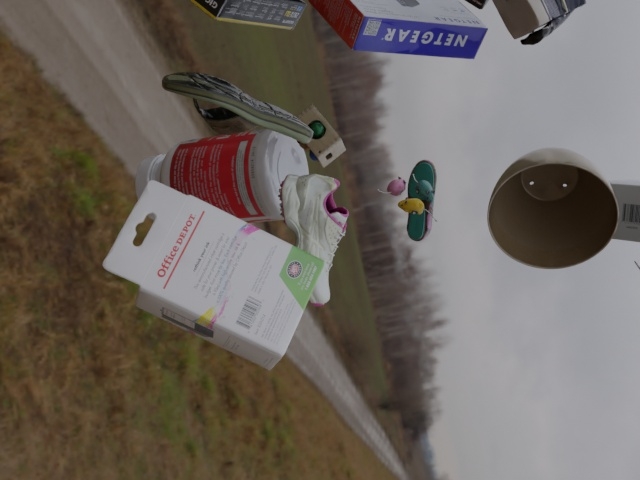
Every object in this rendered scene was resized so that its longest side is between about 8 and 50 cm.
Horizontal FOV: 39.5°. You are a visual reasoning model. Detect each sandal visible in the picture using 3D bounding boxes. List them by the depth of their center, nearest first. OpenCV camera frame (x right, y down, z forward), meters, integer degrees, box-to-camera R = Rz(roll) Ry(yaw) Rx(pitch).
[{"bbox_3d":[-0.160,-0.235,1.682,0.086,0.302,0.120,-62,-166,19],"label":"sandal"}]

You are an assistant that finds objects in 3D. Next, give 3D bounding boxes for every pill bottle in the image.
[{"bbox_3d":[-0.253,-0.151,2.258,0.229,0.407,0.229,-5,90,-65],"label":"pill bottle"}]

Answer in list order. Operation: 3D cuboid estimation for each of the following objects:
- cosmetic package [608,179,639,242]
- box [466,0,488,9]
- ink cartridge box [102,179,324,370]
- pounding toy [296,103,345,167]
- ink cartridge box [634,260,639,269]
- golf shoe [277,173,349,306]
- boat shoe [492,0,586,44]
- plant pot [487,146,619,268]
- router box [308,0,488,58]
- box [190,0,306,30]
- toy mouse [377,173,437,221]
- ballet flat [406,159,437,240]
[{"bbox_3d":[0.795,-0.072,2.134,0.224,0.224,0.138,-4,100,-48],"label":"cosmetic package"},{"bbox_3d":[0.370,-0.690,2.220,0.184,0.190,0.045,-54,173,-26],"label":"box"},{"bbox_3d":[-0.198,0.062,1.621,0.207,0.353,0.119,-65,-175,-25],"label":"ink cartridge box"},{"bbox_3d":[-0.025,-0.244,2.071,0.130,0.100,0.141,51,1,11],"label":"pounding toy"},{"bbox_3d":[0.697,0.104,1.735,0.104,0.060,0.180,28,30,-49],"label":"ink cartridge box"},{"bbox_3d":[0.000,0.000,1.944,0.115,0.140,0.306,-72,152,-68],"label":"golf shoe"},{"bbox_3d":[0.396,-0.567,1.775,0.341,0.158,0.127,63,-26,-6],"label":"boat shoe"},{"bbox_3d":[0.531,-0.103,2.051,0.191,0.284,0.284,-72,153,-53],"label":"plant pot"},{"bbox_3d":[0.154,-0.521,1.981,0.301,0.335,0.082,56,-43,40],"label":"router box"},{"bbox_3d":[-0.209,-0.551,1.878,0.257,0.079,0.322,41,24,14],"label":"box"},{"bbox_3d":[0.223,-0.126,2.172,0.031,0.160,0.143,105,3,-46],"label":"toy mouse"},{"bbox_3d":[0.268,-0.108,2.325,0.079,0.076,0.222,-30,127,-58],"label":"ballet flat"}]
